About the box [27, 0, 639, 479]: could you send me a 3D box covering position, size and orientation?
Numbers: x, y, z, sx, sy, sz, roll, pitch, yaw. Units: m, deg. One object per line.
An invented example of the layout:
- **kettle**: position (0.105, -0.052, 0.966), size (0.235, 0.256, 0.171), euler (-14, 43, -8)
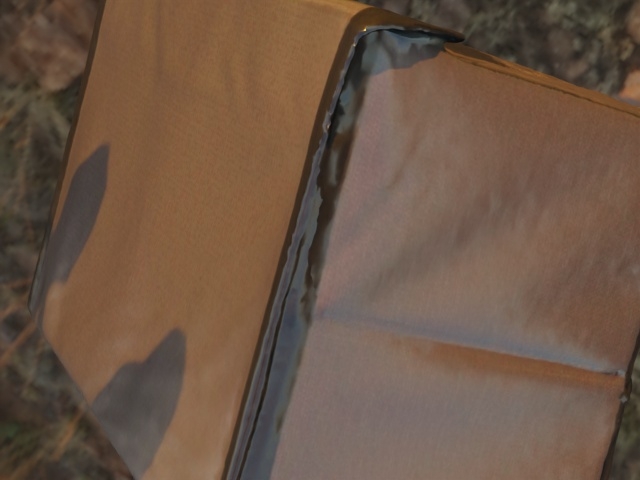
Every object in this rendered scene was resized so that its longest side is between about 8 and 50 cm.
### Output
- **box**: position (0.000, 0.000, 0.519), size (0.153, 0.188, 0.252), euler (12, -172, -29)
